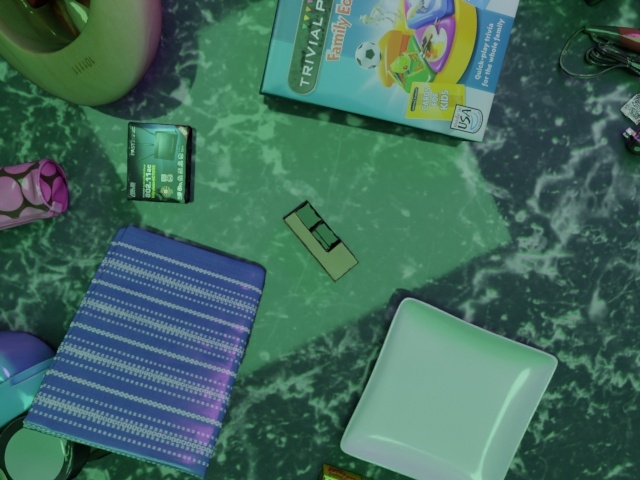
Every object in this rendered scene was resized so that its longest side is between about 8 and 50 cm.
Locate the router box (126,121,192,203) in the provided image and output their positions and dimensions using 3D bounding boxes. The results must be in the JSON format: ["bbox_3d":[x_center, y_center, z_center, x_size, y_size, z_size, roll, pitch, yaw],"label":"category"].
[{"bbox_3d":[-0.250,-0.120,0.909,0.092,0.038,0.122,3,96,-1],"label":"router box"}]

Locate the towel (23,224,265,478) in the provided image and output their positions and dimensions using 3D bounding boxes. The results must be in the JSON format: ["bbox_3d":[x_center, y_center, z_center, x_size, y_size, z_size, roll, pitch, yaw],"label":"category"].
[{"bbox_3d":[-0.230,0.140,0.837,0.243,0.040,0.336,18,52,-5],"label":"towel"}]

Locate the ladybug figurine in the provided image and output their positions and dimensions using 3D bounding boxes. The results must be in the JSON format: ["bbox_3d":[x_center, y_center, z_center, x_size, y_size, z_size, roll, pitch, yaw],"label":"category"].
[{"bbox_3d":[-0.366,-0.404,0.783,0.305,0.162,0.449,-18,109,29],"label":"ladybug figurine"}]

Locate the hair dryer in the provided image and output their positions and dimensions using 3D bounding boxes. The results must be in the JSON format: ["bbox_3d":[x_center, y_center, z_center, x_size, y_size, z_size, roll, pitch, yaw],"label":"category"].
[{"bbox_3d":[0.544,-0.296,0.893,0.293,0.080,0.223,-39,95,2],"label":"hair dryer"}]

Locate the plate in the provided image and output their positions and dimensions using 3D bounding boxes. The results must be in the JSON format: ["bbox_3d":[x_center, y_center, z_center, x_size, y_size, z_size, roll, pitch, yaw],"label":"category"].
[{"bbox_3d":[0.205,0.262,0.961,0.277,0.045,0.278,22,95,-5],"label":"plate"}]

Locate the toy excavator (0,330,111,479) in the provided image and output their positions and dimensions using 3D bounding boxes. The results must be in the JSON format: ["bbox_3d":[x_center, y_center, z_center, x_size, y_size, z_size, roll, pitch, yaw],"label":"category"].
[{"bbox_3d":[-0.573,0.219,0.874,0.433,0.222,0.445,-31,83,0],"label":"toy excavator"}]

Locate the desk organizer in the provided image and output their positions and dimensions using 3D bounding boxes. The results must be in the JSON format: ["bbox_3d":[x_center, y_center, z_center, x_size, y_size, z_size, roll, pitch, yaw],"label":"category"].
[{"bbox_3d":[0.000,0.000,0.926,0.050,0.047,0.130,-40,96,0],"label":"desk organizer"}]

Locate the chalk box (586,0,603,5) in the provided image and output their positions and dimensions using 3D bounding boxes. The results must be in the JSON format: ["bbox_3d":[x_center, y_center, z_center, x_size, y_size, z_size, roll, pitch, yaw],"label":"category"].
[{"bbox_3d":[0.431,-0.473,0.822,0.289,0.180,0.179,42,94,-7],"label":"chalk box"}]

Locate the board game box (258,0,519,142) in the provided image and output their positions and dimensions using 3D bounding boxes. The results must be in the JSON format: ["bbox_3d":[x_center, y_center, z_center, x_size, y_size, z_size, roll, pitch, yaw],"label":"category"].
[{"bbox_3d":[0.101,-0.302,0.850,0.336,0.079,0.254,10,100,-11],"label":"board game box"}]

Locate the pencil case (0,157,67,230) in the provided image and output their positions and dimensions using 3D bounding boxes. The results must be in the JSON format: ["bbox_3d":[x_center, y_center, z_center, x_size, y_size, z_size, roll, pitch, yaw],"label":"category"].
[{"bbox_3d":[-0.493,-0.054,0.885,0.209,0.095,0.098,-16,66,1],"label":"pencil case"}]

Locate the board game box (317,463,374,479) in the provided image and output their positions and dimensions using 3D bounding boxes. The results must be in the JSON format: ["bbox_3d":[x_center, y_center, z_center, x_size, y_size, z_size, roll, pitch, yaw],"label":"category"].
[{"bbox_3d":[0.019,0.478,0.979,0.092,0.043,0.181,19,95,-3],"label":"board game box"}]
